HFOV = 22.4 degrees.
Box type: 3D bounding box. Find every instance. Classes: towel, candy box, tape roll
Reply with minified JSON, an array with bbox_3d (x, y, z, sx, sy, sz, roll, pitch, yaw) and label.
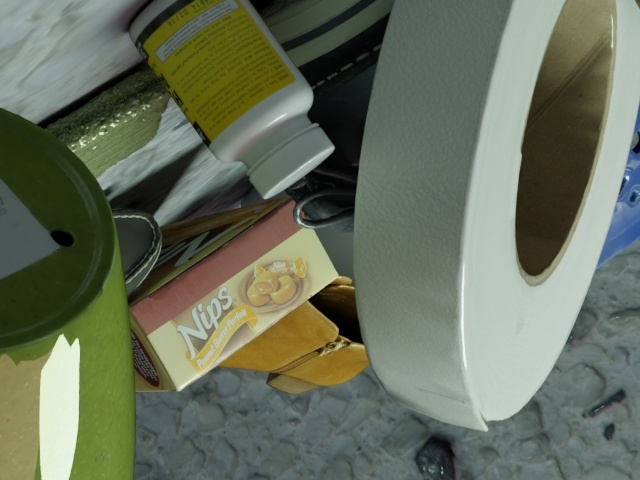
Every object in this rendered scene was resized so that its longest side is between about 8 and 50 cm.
[{"bbox_3d":[-0.155,-0.051,0.973,0.148,0.027,0.110,-34,176,-19],"label":"towel"},{"bbox_3d":[-0.145,0.054,1.443,0.183,0.088,0.316,-36,-167,-28],"label":"candy box"},{"bbox_3d":[0.129,-0.076,1.037,0.392,0.072,0.392,14,90,-69],"label":"tape roll"}]

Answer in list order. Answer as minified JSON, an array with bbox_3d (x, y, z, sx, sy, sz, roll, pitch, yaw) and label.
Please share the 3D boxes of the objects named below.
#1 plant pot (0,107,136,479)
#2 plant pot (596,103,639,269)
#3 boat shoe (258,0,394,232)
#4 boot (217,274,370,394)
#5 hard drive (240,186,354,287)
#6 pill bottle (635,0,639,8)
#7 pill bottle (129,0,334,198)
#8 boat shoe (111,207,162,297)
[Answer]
[{"bbox_3d":[-0.194,0.083,0.738,0.275,0.275,0.293,-33,160,-41],"label":"plant pot"},{"bbox_3d":[0.199,-0.139,1.376,0.236,0.236,0.212,-35,138,-25],"label":"plant pot"},{"bbox_3d":[0.034,-0.100,1.151,0.187,0.156,0.500,-34,175,-5],"label":"boat shoe"},{"bbox_3d":[-0.078,0.070,1.664,0.211,0.295,0.104,-39,-145,55],"label":"boot"},{"bbox_3d":[0.000,0.000,1.778,0.040,0.210,0.318,-13,168,-23],"label":"hard drive"},{"bbox_3d":[0.247,-0.196,1.002,0.117,0.117,0.208,-35,148,-6],"label":"pill bottle"},{"bbox_3d":[-0.044,-0.082,0.859,0.065,0.116,0.065,-36,176,-3],"label":"pill bottle"},{"bbox_3d":[-0.211,0.039,1.222,0.227,0.081,0.068,-32,180,-24],"label":"boat shoe"}]
